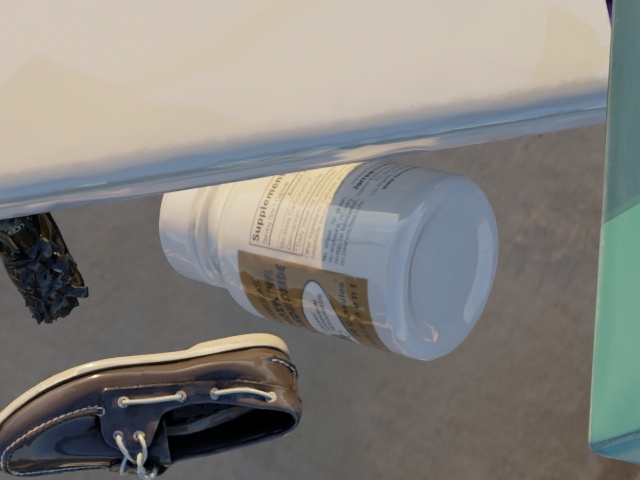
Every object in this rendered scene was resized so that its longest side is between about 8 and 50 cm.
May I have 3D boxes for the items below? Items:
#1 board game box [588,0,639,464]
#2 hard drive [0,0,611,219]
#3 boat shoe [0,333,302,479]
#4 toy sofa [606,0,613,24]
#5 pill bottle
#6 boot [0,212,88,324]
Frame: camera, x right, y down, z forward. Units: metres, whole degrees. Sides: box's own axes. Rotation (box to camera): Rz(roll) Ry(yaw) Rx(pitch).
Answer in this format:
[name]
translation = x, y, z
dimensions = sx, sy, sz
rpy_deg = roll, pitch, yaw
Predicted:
[board game box]
translation = 0.197, -0.090, 0.398
dimensions = 0.079, 0.336, 0.254
rpy_deg = 16, 67, -22
[hard drive]
translation = -0.040, -0.126, 0.708
dimensions = 0.307, 0.040, 0.203
rpy_deg = -9, 77, 0
[boat shoe]
translation = -0.110, 0.117, 1.036
dimensions = 0.206, 0.065, 0.075
rpy_deg = -15, 138, -11
[toy sofa]
translation = 0.351, -0.157, 1.070
dimensions = 0.177, 0.362, 0.150
rpy_deg = -19, 89, -32
[pill bottle]
translation = 0.000, 0.000, 1.169
dimensions = 0.229, 0.131, 0.131
rpy_deg = 13, 104, 37
[boot]
translation = -0.167, -0.020, 0.871
dimensions = 0.045, 0.121, 0.099
rpy_deg = -28, 138, -3
